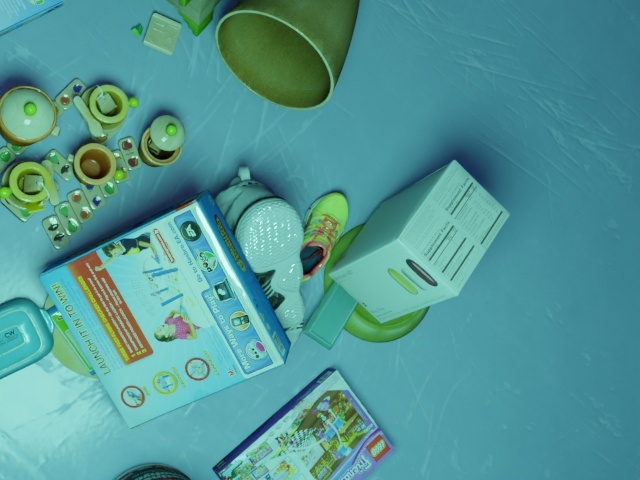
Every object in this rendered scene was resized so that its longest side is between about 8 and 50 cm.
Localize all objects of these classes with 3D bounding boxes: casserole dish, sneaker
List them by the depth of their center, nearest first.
[{"bbox_3d":[-0.540,0.174,1.569,0.188,0.037,0.114,-26,97,-9],"label":"casserole dish"},{"bbox_3d":[-0.120,0.047,1.701,0.137,0.210,0.366,-7,125,-20],"label":"sneaker"},{"bbox_3d":[0.000,0.000,1.764,0.081,0.094,0.209,32,76,-15],"label":"sneaker"}]

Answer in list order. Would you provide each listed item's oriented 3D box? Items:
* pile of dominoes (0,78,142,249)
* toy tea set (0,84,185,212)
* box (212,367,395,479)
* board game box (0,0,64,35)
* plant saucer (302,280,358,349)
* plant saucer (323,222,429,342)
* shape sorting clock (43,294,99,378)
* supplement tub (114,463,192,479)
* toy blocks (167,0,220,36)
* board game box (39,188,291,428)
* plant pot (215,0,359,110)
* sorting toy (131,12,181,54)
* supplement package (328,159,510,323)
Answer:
[{"bbox_3d":[-0.441,-0.133,1.635,0.196,0.040,0.251,45,74,-13],"label":"pile of dominoes"},{"bbox_3d":[-0.392,-0.180,1.588,0.336,0.124,0.200,-18,90,-27],"label":"toy tea set"},{"bbox_3d":[-0.028,0.409,1.755,0.293,0.057,0.201,-39,100,-18],"label":"box"},{"bbox_3d":[-0.573,-0.429,1.599,0.211,0.039,0.160,-32,99,-18],"label":"board game box"},{"bbox_3d":[0.043,0.111,1.778,0.067,0.018,0.192,36,76,-16],"label":"plant saucer"},{"bbox_3d":[0.124,0.081,1.837,0.240,0.037,0.241,1,87,-21],"label":"plant saucer"},{"bbox_3d":[-0.381,0.139,1.644,0.206,0.040,0.206,-2,97,-15],"label":"shape sorting clock"},{"bbox_3d":[-0.261,0.486,1.551,0.191,0.272,0.191,1,87,-21],"label":"supplement tub"},{"bbox_3d":[-0.271,-0.535,1.572,0.261,0.381,0.191,38,74,0],"label":"toy blocks"},{"bbox_3d":[-0.252,0.117,1.551,0.301,0.086,0.308,-24,103,13],"label":"board game box"},{"bbox_3d":[-0.031,-0.412,1.721,0.237,0.237,0.254,37,61,-15],"label":"plant pot"},{"bbox_3d":[-0.302,-0.382,1.712,0.083,0.012,0.062,20,86,-22],"label":"sorting toy"},{"bbox_3d":[0.171,0.009,1.686,0.145,0.262,0.204,43,61,-9],"label":"supplement package"}]
